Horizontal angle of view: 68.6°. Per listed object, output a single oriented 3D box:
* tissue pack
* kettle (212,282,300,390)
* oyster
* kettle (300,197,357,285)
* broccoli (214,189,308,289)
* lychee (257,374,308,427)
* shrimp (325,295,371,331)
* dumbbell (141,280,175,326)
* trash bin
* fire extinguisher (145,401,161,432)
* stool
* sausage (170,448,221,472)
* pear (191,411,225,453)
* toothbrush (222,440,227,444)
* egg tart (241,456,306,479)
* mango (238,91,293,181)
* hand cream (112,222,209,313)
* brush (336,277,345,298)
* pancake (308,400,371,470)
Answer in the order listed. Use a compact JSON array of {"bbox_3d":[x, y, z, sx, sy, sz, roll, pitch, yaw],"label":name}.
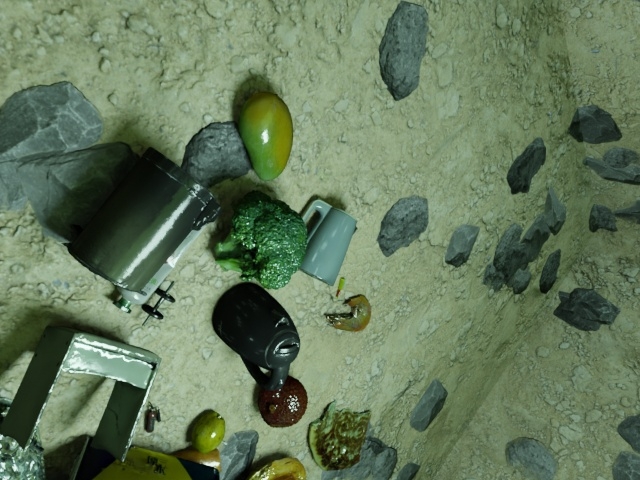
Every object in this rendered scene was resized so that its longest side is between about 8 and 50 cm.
[{"bbox_3d":[-0.506,0.747,1.284,0.416,0.264,0.254,24,95,-18],"label":"tissue pack"},{"bbox_3d":[-0.177,0.309,1.438,0.207,0.290,0.269,-6,114,-40],"label":"kettle"},{"bbox_3d":[-0.762,0.529,1.142,0.162,0.158,0.351,-21,107,-3],"label":"oyster"},{"bbox_3d":[0.000,0.000,1.571,0.210,0.160,0.243,27,82,-16],"label":"kettle"},{"bbox_3d":[-0.174,0.002,1.342,0.274,0.308,0.308,-14,126,8],"label":"broccoli"},{"bbox_3d":[-0.130,0.567,1.670,0.194,0.194,0.195,-18,120,-34],"label":"lychee"},{"bbox_3d":[0.118,0.294,1.844,0.248,0.068,0.150,-2,98,-45],"label":"shrimp"},{"bbox_3d":[-0.447,0.174,1.296,0.069,0.069,0.147,39,82,-43],"label":"dumbbell"},{"bbox_3d":[-0.420,-0.043,1.126,0.252,0.203,0.302,38,82,-3],"label":"trash bin"},{"bbox_3d":[-0.507,0.540,1.435,0.046,0.032,0.101,2,114,-30],"label":"fire extinguisher"},{"bbox_3d":[-0.575,0.371,1.150,0.243,0.170,0.270,34,63,-44],"label":"stool"},{"bbox_3d":[-0.456,0.742,1.514,0.270,0.108,0.109,-4,112,-36],"label":"sausage"},{"bbox_3d":[-0.367,0.631,1.543,0.107,0.107,0.131,33,83,-44],"label":"pear"},{"bbox_3d":[-0.367,0.687,1.635,0.011,0.013,0.131,-56,133,-20],"label":"toothbrush"},{"bbox_3d":[-0.209,0.982,1.810,0.351,0.150,0.352,-18,117,-40],"label":"egg tart"},{"bbox_3d":[-0.145,-0.289,1.315,0.156,0.114,0.251,-34,127,-34],"label":"mango"},{"bbox_3d":[-0.432,0.042,1.263,0.336,0.076,0.121,-57,135,-14],"label":"hand cream"},{"bbox_3d":[0.078,0.183,1.784,0.021,0.018,0.083,1,107,-51],"label":"brush"},{"bbox_3d":[0.075,0.867,2.074,0.426,0.066,0.305,32,79,-43],"label":"pancake"}]
